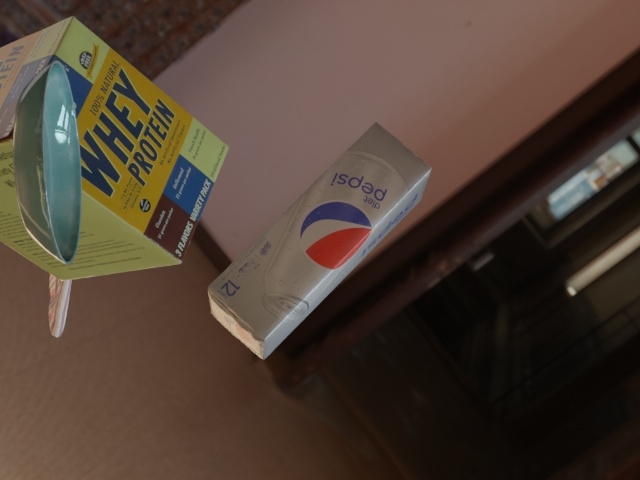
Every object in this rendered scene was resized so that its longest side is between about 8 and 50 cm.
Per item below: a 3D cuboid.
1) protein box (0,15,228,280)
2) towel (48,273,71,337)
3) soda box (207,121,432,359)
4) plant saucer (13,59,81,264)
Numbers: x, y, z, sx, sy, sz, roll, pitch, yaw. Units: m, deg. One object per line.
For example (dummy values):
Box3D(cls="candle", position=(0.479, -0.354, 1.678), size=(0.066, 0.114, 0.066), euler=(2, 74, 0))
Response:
Box3D(cls="protein box", position=(-0.239, -0.076, 1.060), size=(0.201, 0.200, 0.136), euler=(39, 57, -35))
Box3D(cls="towel", position=(-0.374, 0.023, 1.594), size=(0.029, 0.144, 0.197), euler=(3, 37, -18))
Box3D(cls="soda box", position=(0.000, 0.000, 1.299), size=(0.091, 0.286, 0.098), euler=(42, -17, 12))
Box3D(cls="plant saucer", position=(-0.160, -0.045, 0.657), size=(0.119, 0.021, 0.119), euler=(177, -90, -87))
